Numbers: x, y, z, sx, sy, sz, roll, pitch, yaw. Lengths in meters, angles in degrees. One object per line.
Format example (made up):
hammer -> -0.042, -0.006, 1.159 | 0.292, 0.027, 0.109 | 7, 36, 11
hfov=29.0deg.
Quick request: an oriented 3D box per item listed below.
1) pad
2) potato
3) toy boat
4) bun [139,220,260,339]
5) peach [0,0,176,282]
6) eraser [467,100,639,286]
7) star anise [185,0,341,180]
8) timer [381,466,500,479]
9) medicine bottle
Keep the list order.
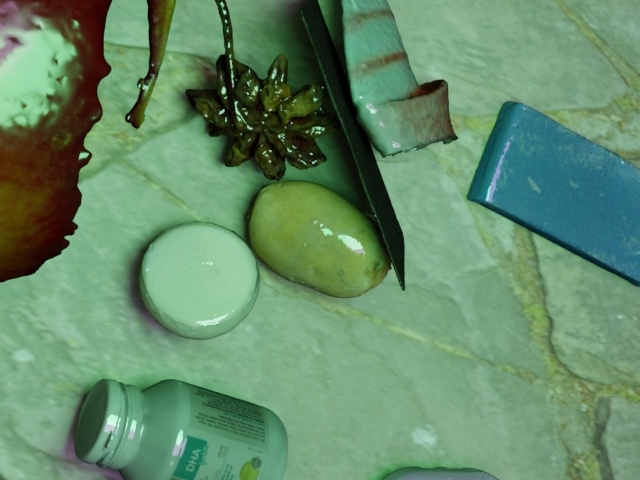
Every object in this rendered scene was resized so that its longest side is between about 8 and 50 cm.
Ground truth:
pad -> 0.041, -0.121, 1.419 | 0.004, 0.220, 0.330 | -19, 104, 9
potato -> 0.000, 0.000, 1.445 | 0.178, 0.109, 0.119 | 28, 100, 1
toy boat -> 0.070, -0.238, 1.460 | 0.206, 0.096, 0.282 | -16, 91, -57
bun -> -0.138, 0.054, 1.398 | 0.138, 0.094, 0.138 | 5, 59, -9
peach -> -0.339, -0.173, 1.145 | 0.310, 0.335, 0.406 | 20, 89, -30
eraser -> 0.348, -0.057, 1.654 | 0.311, 0.042, 0.144 | 26, 82, -25
star anise -> -0.086, -0.158, 1.373 | 0.234, 0.177, 0.073 | 45, 40, -8
timer -> 0.147, 0.384, 1.575 | 0.208, 0.069, 0.191 | 6, 91, -25
medicine bottle -> -0.157, 0.226, 1.376 | 0.215, 0.135, 0.135 | 21, 85, -26
